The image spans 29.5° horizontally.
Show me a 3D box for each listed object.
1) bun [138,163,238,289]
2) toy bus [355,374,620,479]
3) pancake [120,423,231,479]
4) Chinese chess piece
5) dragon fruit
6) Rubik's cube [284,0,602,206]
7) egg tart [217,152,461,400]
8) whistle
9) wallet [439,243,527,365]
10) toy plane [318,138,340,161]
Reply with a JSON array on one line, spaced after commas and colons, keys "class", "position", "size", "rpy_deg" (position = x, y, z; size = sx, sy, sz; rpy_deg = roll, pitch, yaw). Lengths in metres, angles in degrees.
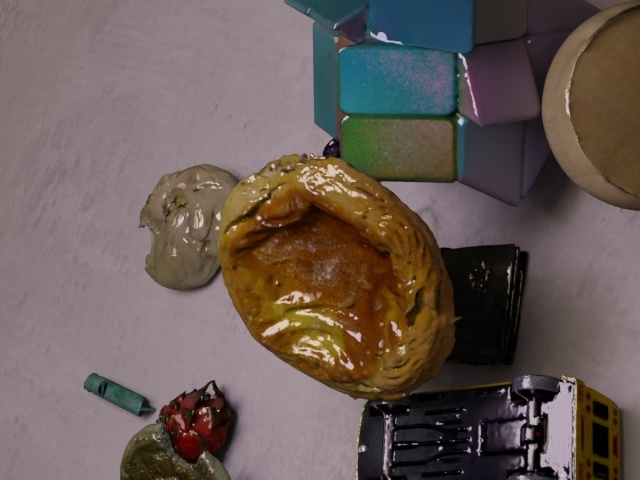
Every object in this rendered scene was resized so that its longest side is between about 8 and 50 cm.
[{"class": "bun", "position": [-0.240, -0.031, 2.116], "size": [0.237, 0.116, 0.210], "rpy_deg": [-58, 42, 9]}, {"class": "toy bus", "position": [0.201, 0.261, 1.517], "size": [0.331, 0.151, 0.145], "rpy_deg": [-14, 65, 41]}, {"class": "pancake", "position": [-0.224, 0.410, 1.894], "size": [0.253, 0.037, 0.253], "rpy_deg": [10, 109, 33]}, {"class": "Chinese chess piece", "position": [0.387, -0.159, 1.432], "size": [0.103, 0.250, 0.250], "rpy_deg": [172, 117, -83]}, {"class": "dragon fruit", "position": [-0.205, 0.294, 1.950], "size": [0.142, 0.121, 0.130], "rpy_deg": [-34, 55, 1]}, {"class": "Rubik's cube", "position": [0.159, -0.238, 1.595], "size": [0.387, 0.368, 0.358], "rpy_deg": [-62, 29, 8]}, {"class": "egg tart", "position": [0.032, 0.038, 1.528], "size": [0.352, 0.150, 0.352], "rpy_deg": [19, 127, 28]}, {"class": "whistle", "position": [-0.360, 0.278, 2.172], "size": [0.186, 0.039, 0.039], "rpy_deg": [15, 85, 48]}, {"class": "wallet", "position": [0.145, 0.092, 1.723], "size": [0.317, 0.044, 0.169], "rpy_deg": [-3, 70, 44]}, {"class": "toy plane", "position": [0.071, -0.159, 1.882], "size": [0.286, 0.092, 0.108], "rpy_deg": [-41, 24, 30]}]
